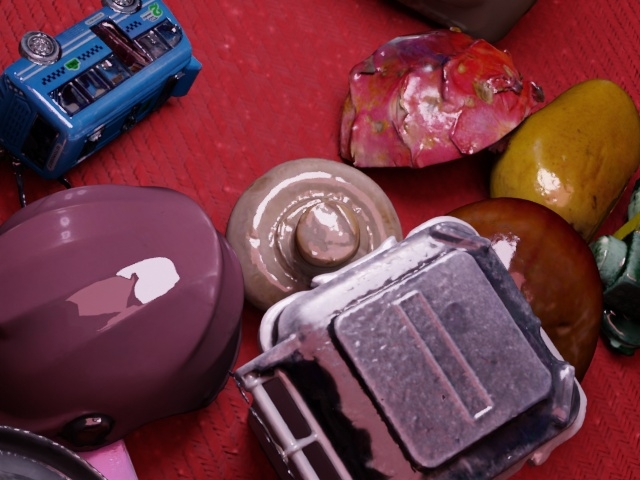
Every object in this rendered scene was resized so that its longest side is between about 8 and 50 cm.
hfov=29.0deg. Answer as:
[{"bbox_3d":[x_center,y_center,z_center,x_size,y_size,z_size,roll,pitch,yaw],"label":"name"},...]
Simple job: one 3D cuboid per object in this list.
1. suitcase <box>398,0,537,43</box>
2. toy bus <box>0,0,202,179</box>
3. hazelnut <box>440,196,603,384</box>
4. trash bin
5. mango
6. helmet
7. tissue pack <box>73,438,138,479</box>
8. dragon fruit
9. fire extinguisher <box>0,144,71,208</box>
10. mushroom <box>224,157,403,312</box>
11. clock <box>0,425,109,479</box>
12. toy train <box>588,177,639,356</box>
[{"bbox_3d":[0.141,-0.414,1.480,0.351,0.339,0.194,28,68,-5],"label":"suitcase"},{"bbox_3d":[-0.254,-0.180,1.391,0.134,0.113,0.246,43,47,4],"label":"toy bus"},{"bbox_3d":[0.214,0.077,1.401,0.217,0.217,0.251,-34,108,-21],"label":"hazelnut"},{"bbox_3d":[0.048,0.175,1.248,0.296,0.368,0.256,-30,80,-23],"label":"trash bin"},{"bbox_3d":[0.311,-0.095,1.533,0.167,0.130,0.262,43,62,2],"label":"mango"},{"bbox_3d":[-0.233,0.058,1.272,0.338,0.197,0.271,-7,52,-20],"label":"helmet"},{"bbox_3d":[-0.234,0.335,1.273,0.148,0.092,0.246,-19,77,-20],"label":"tissue pack"},{"bbox_3d":[0.157,-0.179,1.487,0.274,0.161,0.126,-25,124,-19],"label":"dragon fruit"},{"bbox_3d":[-0.448,-0.049,1.338,0.344,0.102,0.138,-15,74,-18],"label":"fire extinguisher"},{"bbox_3d":[-0.009,-0.007,1.394,0.206,0.209,0.206,-4,55,6],"label":"mushroom"},{"bbox_3d":[-0.292,0.315,1.101,0.319,0.066,0.319,25,39,-22],"label":"clock"},{"bbox_3d":[0.516,0.054,1.525,0.397,0.160,0.253,25,61,-6],"label":"toy train"}]
